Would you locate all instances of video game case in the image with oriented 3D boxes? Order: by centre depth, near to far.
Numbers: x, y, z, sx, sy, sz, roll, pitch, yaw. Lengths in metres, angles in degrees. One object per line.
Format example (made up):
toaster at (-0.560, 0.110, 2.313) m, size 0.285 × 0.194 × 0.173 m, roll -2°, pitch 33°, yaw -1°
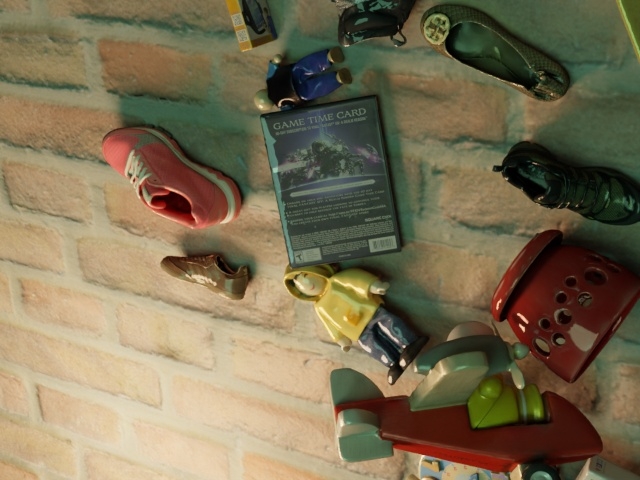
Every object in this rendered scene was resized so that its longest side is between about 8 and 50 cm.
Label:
video game case at (0.020, -0.095, 1.617) m, size 0.196 × 0.026 × 0.274 m, roll -9°, pitch 107°, yaw 6°

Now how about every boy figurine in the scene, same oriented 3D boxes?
boy figurine at (0.058, 0.120, 1.701) m, size 0.285 × 0.092 × 0.177 m, roll 41°, pitch 129°, yaw 6°

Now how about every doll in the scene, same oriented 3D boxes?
doll at (-0.039, -0.259, 1.618) m, size 0.189 × 0.046 × 0.129 m, roll -15°, pitch 101°, yaw 35°

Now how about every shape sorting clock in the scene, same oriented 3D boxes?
shape sorting clock at (0.271, 0.453, 1.749) m, size 0.206 × 0.040 × 0.206 m, roll 12°, pitch 116°, yaw 26°

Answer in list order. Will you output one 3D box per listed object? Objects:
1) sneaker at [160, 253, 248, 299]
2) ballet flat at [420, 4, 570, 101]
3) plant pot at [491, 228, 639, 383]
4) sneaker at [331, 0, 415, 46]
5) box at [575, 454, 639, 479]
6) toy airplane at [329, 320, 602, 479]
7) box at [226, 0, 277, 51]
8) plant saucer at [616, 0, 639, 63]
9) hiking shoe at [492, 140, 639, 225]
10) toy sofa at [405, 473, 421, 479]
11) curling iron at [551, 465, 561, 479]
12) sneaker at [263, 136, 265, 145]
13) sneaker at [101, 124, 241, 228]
sneaker at (-0.223, 0.053, 1.870) m, size 0.189 × 0.066 × 0.071 m, roll 21°, pitch 104°, yaw 17°
ballet flat at (0.254, -0.278, 1.423) m, size 0.250 × 0.058 × 0.084 m, roll 33°, pitch 124°, yaw 15°
plant pot at (0.364, 0.094, 1.442) m, size 0.174 × 0.191 × 0.191 m, roll 35°, pitch 125°, yaw 20°
sneaker at (0.027, -0.388, 1.484) m, size 0.269 × 0.101 × 0.153 m, roll 21°, pitch 118°, yaw 19°
box at (0.545, 0.516, 1.575) m, size 0.322 × 0.058 × 0.232 m, roll 27°, pitch 122°, yaw 11°
toy airplane at (0.200, 0.252, 1.513) m, size 0.386 × 0.272 × 0.384 m, roll -9°, pitch 147°, yaw 45°
box at (-0.120, -0.390, 1.588) m, size 0.028 × 0.081 × 0.136 m, roll -5°, pitch 108°, yaw 33°
plant saucer at (0.533, -0.378, 1.195) m, size 0.333 × 0.081 × 0.332 m, roll -18°, pitch 100°, yaw 36°
hiking shoe at (0.366, -0.069, 1.412) m, size 0.227 × 0.114 × 0.086 m, roll 23°, pitch 122°, yaw 21°
toy sofa at (0.187, 0.610, 1.787) m, size 0.150 × 0.177 × 0.362 m, roll 34°, pitch 135°, yaw 35°
curling iron at (0.413, 0.409, 1.646) m, size 0.068 × 0.035 × 0.274 m, roll -25°, pitch 97°, yaw 33°
sneaker at (-0.031, -0.146, 1.669) m, size 0.158 × 0.061 × 0.065 m, roll 37°, pitch 155°, yaw 7°
sneaker at (-0.302, -0.120, 1.785) m, size 0.314 × 0.136 × 0.115 m, roll 29°, pitch 122°, yaw 18°
